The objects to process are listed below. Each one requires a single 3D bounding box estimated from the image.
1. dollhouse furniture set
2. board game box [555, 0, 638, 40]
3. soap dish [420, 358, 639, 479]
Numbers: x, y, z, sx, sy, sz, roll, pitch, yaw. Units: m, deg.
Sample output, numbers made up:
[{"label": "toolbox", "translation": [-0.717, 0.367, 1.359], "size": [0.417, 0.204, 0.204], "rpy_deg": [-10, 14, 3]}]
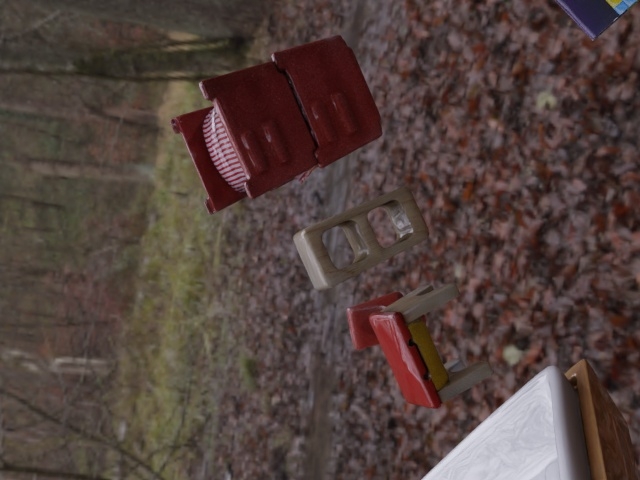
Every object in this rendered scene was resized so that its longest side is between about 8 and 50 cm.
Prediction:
[{"label": "dollhouse furniture set", "translation": [0.000, 0.000, 0.843], "size": [0.374, 0.152, 0.201], "rpy_deg": [66, 162, -3]}, {"label": "board game box", "translation": [0.151, -0.206, 0.510], "size": [0.048, 0.141, 0.170], "rpy_deg": [-42, 1, 35]}, {"label": "soap dish", "translation": [0.203, 0.291, 0.832], "size": [0.291, 0.118, 0.229], "rpy_deg": [-52, 10, 30]}]
